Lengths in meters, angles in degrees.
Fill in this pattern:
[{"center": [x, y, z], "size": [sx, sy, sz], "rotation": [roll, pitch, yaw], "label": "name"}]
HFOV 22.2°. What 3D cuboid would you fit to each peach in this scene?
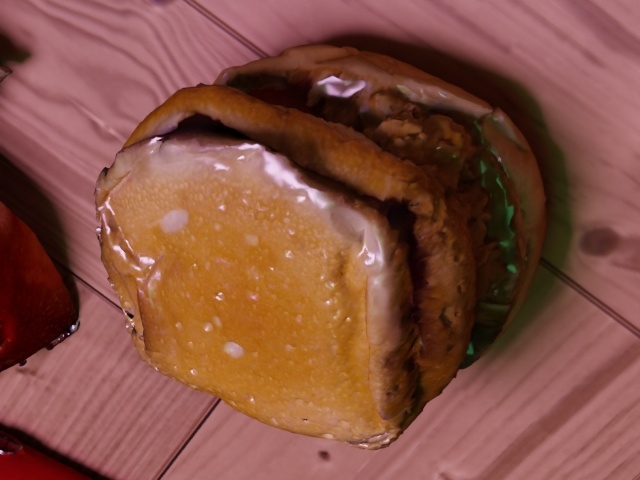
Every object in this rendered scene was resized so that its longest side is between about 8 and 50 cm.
[{"center": [-0.268, 0.050, 1.072], "size": [0.279, 0.068, 0.189], "rotation": [15, 119, -39], "label": "peach"}]

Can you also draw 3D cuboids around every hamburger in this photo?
[{"center": [0.000, 0.000, 0.957], "size": [0.244, 0.163, 0.244], "rotation": [18, 133, 20], "label": "hamburger"}]

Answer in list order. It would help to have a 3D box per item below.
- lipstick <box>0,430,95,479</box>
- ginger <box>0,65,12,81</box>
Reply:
[{"center": [-0.255, 0.179, 1.249], "size": [0.280, 0.073, 0.073], "rotation": [25, 128, 7], "label": "lipstick"}, {"center": [-0.308, -0.106, 1.048], "size": [0.219, 0.123, 0.270], "rotation": [-11, 117, 7], "label": "ginger"}]
